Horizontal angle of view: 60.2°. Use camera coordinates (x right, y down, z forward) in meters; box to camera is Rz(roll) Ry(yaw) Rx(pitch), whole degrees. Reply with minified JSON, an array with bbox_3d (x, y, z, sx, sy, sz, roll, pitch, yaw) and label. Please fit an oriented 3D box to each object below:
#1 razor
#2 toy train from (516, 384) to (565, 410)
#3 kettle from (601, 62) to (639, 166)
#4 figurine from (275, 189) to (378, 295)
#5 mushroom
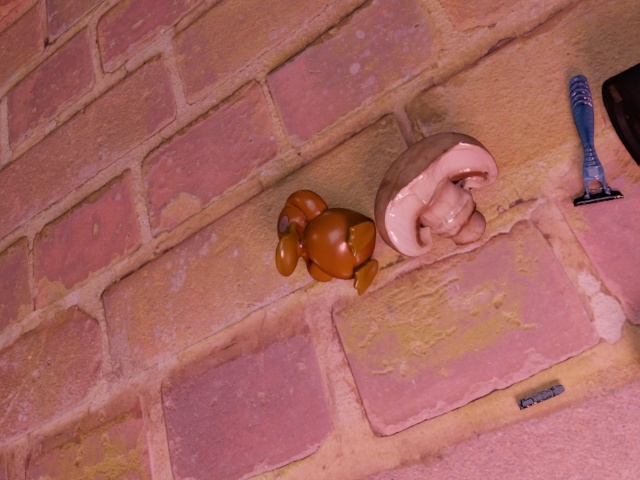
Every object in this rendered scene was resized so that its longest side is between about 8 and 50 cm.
[{"bbox_3d":[0.490,-0.190,1.011,0.082,0.042,0.253,-9,70,28],"label":"razor"},{"bbox_3d":[0.380,0.269,0.948,0.083,0.017,0.017,-30,65,19],"label":"toy train"},{"bbox_3d":[0.647,-0.217,0.841,0.308,0.203,0.262,-29,61,16],"label":"kettle"},{"bbox_3d":[0.010,-0.001,1.162,0.228,0.215,0.215,2,76,15],"label":"figurine"},{"bbox_3d":[0.218,-0.092,1.072,0.253,0.195,0.189,-47,25,15],"label":"mushroom"}]
